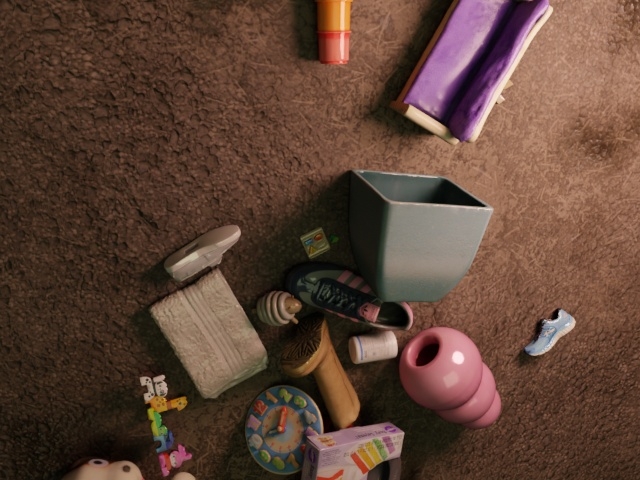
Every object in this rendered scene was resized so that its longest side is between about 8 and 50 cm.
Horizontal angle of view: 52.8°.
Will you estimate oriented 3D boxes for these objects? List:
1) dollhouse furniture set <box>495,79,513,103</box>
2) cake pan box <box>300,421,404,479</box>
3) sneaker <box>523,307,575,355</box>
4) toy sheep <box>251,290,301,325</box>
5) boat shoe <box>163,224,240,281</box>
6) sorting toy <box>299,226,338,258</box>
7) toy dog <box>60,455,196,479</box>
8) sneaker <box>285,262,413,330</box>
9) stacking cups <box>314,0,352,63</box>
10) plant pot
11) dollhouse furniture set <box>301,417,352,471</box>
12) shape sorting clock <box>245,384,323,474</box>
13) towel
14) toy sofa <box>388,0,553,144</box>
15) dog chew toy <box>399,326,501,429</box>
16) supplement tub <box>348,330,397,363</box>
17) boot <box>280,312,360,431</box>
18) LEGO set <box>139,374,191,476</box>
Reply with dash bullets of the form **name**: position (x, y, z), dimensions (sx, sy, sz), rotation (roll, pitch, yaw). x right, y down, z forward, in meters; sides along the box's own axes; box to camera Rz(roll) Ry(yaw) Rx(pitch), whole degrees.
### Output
- **dollhouse furniture set**: position (0.423, -0.367, 1.465), dimensions (0.091, 0.114, 0.081), rotation (37, 90, -20)
- **cake pan box**: position (0.073, 0.571, 1.534), dimensions (0.267, 0.070, 0.245), rotation (2, 103, -35)
- **sneaker**: position (0.606, 0.246, 1.746), dimensions (0.162, 0.063, 0.073), rotation (-42, 95, -5)
- **toy sheep**: position (-0.103, 0.158, 1.488), dimensions (0.132, 0.091, 0.091), rotation (-15, 115, 26)
- **boat shoe**: position (-0.251, 0.032, 1.423), dimensions (0.184, 0.066, 0.063), rotation (-33, 126, -7)
- **sorting toy**: position (0.000, 0.000, 1.510), dimensions (0.083, 0.012, 0.062), rotation (-27, 112, -6)
- **toy dog**: position (-0.445, 0.671, 1.480), dimensions (0.395, 0.284, 0.407), rotation (-20, 111, 12)
- **sneaker**: position (0.077, 0.135, 1.510), dimensions (0.319, 0.131, 0.112), rotation (14, 102, -19)
- **stacking cups**: position (0.030, -0.526, 1.323), dimensions (0.096, 0.096, 0.316), rotation (-7, 113, -14)
- **plant pot**: position (0.197, 0.000, 1.450), dimensions (0.247, 0.248, 0.252), rotation (3, 110, -17)
- **dollhouse furniture set**: position (0.004, 0.583, 1.652), dimensions (0.262, 0.135, 0.259), rotation (23, 88, -21)
- **shape sorting clock**: position (-0.090, 0.452, 1.544), dimensions (0.206, 0.206, 0.040), rotation (-54, 150, 5)
- **towel**: position (-0.250, 0.222, 1.488), dimensions (0.187, 0.049, 0.282), rotation (-30, 112, -6)
- **toy sofa**: position (0.318, -0.398, 1.391), dimensions (0.150, 0.177, 0.362), rotation (27, 99, -22)
- **dog chew toy**: position (0.344, 0.365, 1.629), dimensions (0.206, 0.206, 0.332), rotation (-44, 120, 0)
- **supplement tub**: position (0.129, 0.264, 1.598), dimensions (0.107, 0.071, 0.071), rotation (-6, 108, -15)
- **boot**: position (0.013, 0.335, 1.510), dimensions (0.089, 0.236, 0.269), rotation (-12, 111, 23)
- **LEGO set**: position (-0.348, 0.408, 1.492), dimensions (0.093, 0.087, 0.227), rotation (-14, 91, -19)
